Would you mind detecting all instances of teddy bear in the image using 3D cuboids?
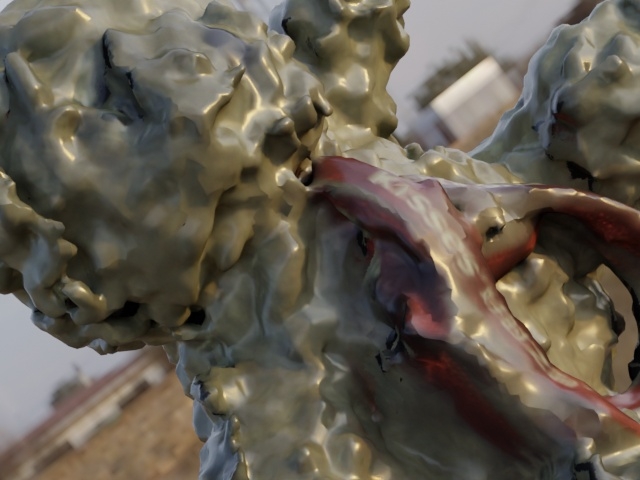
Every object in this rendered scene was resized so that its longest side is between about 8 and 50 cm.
[{"bbox_3d":[0.000,0.000,0.806,0.224,0.367,0.357,-42,31,42],"label":"teddy bear"}]
